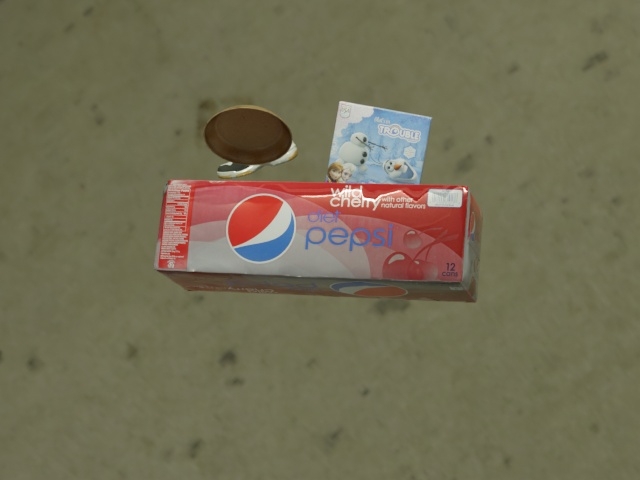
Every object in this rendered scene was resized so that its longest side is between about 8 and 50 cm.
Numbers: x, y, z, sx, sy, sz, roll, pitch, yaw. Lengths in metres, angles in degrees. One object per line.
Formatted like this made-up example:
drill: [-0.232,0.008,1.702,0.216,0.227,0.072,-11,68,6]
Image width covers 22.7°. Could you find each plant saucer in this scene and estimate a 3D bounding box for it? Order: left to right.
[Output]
plant saucer: [-0.067,-0.102,1.488,0.083,0.083,0.015,-15,50,23]

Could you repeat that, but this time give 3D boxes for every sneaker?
sneaker: [-0.065,-0.086,1.554,0.083,0.037,0.032,-19,9,10]

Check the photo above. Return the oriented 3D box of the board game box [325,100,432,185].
board game box: [0.055,-0.081,1.520,0.090,0.020,0.090,10,96,7]

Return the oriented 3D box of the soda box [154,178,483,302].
soda box: [0.000,0.000,1.338,0.263,0.092,0.083,2,78,13]
